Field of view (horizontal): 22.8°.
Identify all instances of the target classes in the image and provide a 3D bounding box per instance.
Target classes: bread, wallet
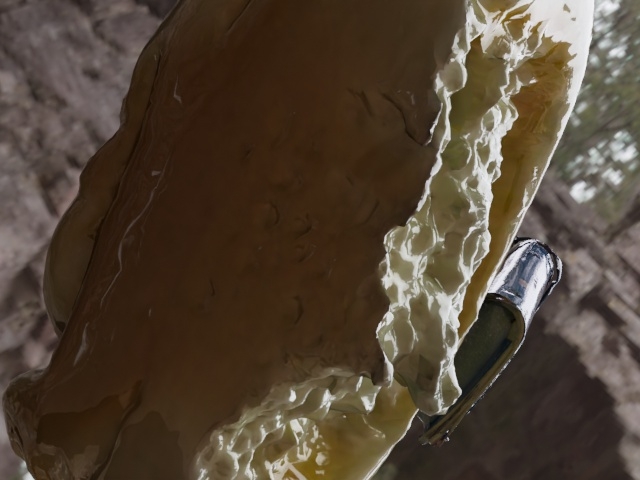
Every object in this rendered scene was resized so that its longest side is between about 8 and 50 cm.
[{"bbox_3d":[-0.018,-0.007,0.891,0.245,0.329,0.424,29,-83,3],"label":"bread"},{"bbox_3d":[0.123,0.077,1.234,0.059,0.202,0.141,39,-71,3],"label":"wallet"}]
